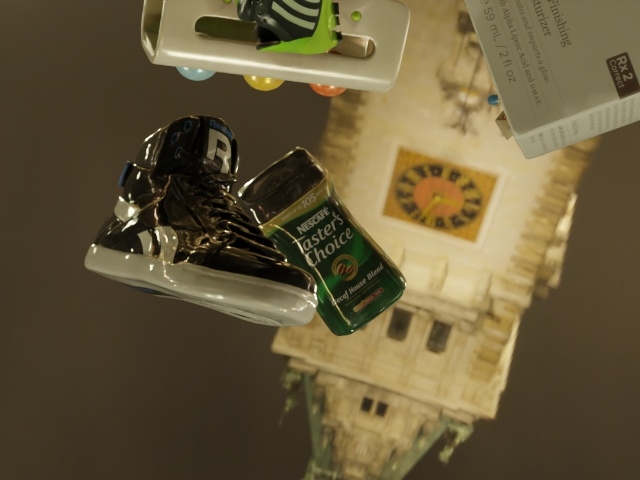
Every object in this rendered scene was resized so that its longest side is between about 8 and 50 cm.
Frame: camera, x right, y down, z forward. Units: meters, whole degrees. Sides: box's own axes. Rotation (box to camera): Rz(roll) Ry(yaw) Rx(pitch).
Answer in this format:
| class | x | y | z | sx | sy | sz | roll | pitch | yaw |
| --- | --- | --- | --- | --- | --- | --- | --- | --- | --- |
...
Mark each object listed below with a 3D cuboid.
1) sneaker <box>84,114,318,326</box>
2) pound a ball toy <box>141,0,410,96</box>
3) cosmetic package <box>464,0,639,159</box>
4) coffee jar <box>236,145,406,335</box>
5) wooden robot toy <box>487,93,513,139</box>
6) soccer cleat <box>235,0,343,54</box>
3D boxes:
| class | x | y | z | sx | sy | sz | roll | pitch | yaw |
| --- | --- | --- | --- | --- | --- | --- | --- | --- | --- |
| sneaker | -0.070 | -0.021 | 0.743 | 0.216 | 0.079 | 0.121 | 10 | -102 | 49 |
| pound a ball toy | -0.043 | -0.248 | 1.363 | 0.319 | 0.136 | 0.208 | 5 | -157 | -20 |
| cosmetic package | 0.250 | -0.184 | 1.115 | 0.183 | 0.151 | 0.151 | -21 | -99 | 12 |
| coffee jar | 0.000 | 0.000 | 1.192 | 0.096 | 0.184 | 0.079 | -37 | -165 | 1 |
| wooden robot toy | 0.246 | -0.188 | 1.261 | 0.076 | 0.173 | 0.079 | 24 | 173 | -36 |
| soccer cleat | -0.026 | -0.181 | 0.800 | 0.072 | 0.179 | 0.060 | -7 | -116 | 2 |
